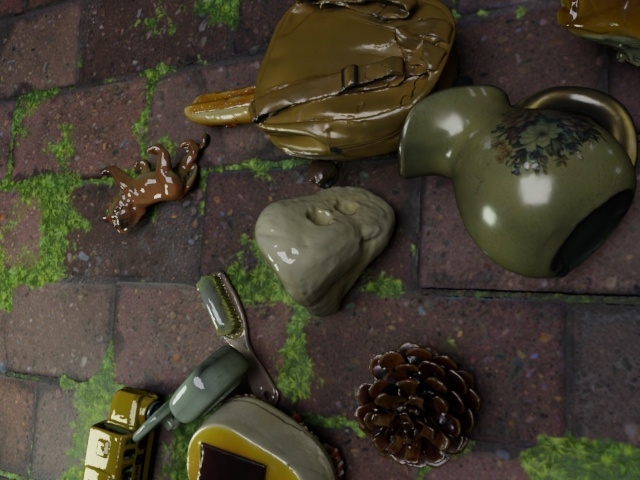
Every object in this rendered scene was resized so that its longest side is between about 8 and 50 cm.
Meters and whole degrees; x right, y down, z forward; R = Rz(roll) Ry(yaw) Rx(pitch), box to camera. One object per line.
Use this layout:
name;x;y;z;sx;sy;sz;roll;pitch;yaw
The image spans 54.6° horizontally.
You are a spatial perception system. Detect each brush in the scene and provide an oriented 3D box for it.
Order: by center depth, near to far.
brush;-0.174;0.198;1.244;0.072;0.067;0.312;-36;70;19

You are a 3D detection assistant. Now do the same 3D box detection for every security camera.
security camera;-0.255;0.317;1.208;0.080;0.157;0.301;48;122;3

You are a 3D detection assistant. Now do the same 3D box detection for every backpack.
backpack;0.060;-0.277;1.082;0.378;0.201;0.353;14;76;34

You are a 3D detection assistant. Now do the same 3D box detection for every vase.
vase;0.325;-0.126;0.939;0.329;0.240;0.302;-34;57;-13

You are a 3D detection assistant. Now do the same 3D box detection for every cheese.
cheese;-0.001;-0.001;1.078;0.251;0.248;0.173;-45;66;9

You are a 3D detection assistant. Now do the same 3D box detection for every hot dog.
hot dog;-0.175;-0.274;1.297;0.249;0.102;0.076;-1;124;31

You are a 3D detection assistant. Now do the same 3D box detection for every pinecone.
pinecone;0.147;0.267;0.983;0.208;0.208;0.207;-4;81;29

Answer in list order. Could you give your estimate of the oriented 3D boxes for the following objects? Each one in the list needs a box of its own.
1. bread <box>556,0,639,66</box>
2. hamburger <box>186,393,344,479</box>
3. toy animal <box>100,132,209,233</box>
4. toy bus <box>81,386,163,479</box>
bread;0.490;-0.356;0.857;0.279;0.225;0.250;24;94;33
hamburger;-0.102;0.418;1.127;0.295;0.151;0.227;25;103;20
toy animal;-0.379;-0.119;1.393;0.313;0.097;0.157;-17;87;24
toy bus;-0.429;0.487;1.309;0.121;0.123;0.335;6;86;29
